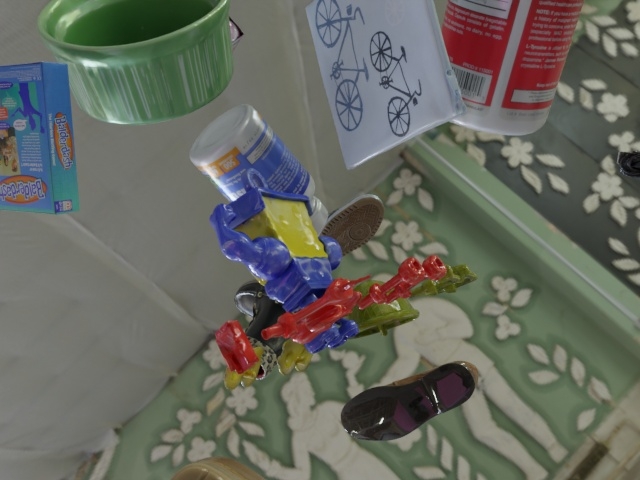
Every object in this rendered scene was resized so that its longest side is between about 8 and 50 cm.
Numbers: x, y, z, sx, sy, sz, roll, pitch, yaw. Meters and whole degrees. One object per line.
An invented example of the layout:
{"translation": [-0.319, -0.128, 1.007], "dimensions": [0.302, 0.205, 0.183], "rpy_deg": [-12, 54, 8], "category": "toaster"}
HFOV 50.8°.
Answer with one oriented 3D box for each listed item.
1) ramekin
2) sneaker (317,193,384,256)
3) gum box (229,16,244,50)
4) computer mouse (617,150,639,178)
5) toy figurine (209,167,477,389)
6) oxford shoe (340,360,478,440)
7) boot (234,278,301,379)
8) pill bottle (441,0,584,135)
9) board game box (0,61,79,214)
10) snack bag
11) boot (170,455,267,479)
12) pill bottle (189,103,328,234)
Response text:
{"translation": [-0.287, -0.320, 1.107], "dimensions": [0.303, 0.303, 0.148], "rpy_deg": [-38, -39, -29], "category": "ramekin"}
{"translation": [0.022, -0.025, 1.455], "dimensions": [0.282, 0.099, 0.153], "rpy_deg": [-47, 27, 26], "category": "sneaker"}
{"translation": [-0.252, -0.453, 1.370], "dimensions": [0.062, 0.188, 0.107], "rpy_deg": [-44, 7, -27], "category": "gum box"}
{"translation": [0.628, -0.225, 1.141], "dimensions": [0.072, 0.189, 0.272], "rpy_deg": [-61, -25, -50], "category": "computer mouse"}
{"translation": [0.000, 0.000, 0.732], "dimensions": [0.191, 0.217, 0.363], "rpy_deg": [-40, -19, 24], "category": "toy figurine"}
{"translation": [0.127, 0.225, 0.942], "dimensions": [0.212, 0.076, 0.076], "rpy_deg": [-25, -10, 24], "category": "oxford shoe"}
{"translation": [-0.118, 0.156, 1.225], "dimensions": [0.178, 0.236, 0.085], "rpy_deg": [-42, -57, -35], "category": "boot"}
{"translation": [0.339, -0.412, 1.187], "dimensions": [0.229, 0.229, 0.407], "rpy_deg": [-29, -43, -48], "category": "pill bottle"}
{"translation": [-0.428, -0.147, 0.978], "dimensions": [0.047, 0.160, 0.210], "rpy_deg": [-18, -70, -58], "category": "board game box"}
{"translation": [0.094, -0.310, 1.100], "dimensions": [0.037, 0.323, 0.342], "rpy_deg": [-12, -3, -28], "category": "snack bag"}
{"translation": [0.004, 0.241, 0.452], "dimensions": [0.090, 0.248, 0.207], "rpy_deg": [-47, -20, -20], "category": "boot"}
{"translation": [-0.107, -0.112, 1.285], "dimensions": [0.152, 0.272, 0.152], "rpy_deg": [-30, 31, 20], "category": "pill bottle"}
